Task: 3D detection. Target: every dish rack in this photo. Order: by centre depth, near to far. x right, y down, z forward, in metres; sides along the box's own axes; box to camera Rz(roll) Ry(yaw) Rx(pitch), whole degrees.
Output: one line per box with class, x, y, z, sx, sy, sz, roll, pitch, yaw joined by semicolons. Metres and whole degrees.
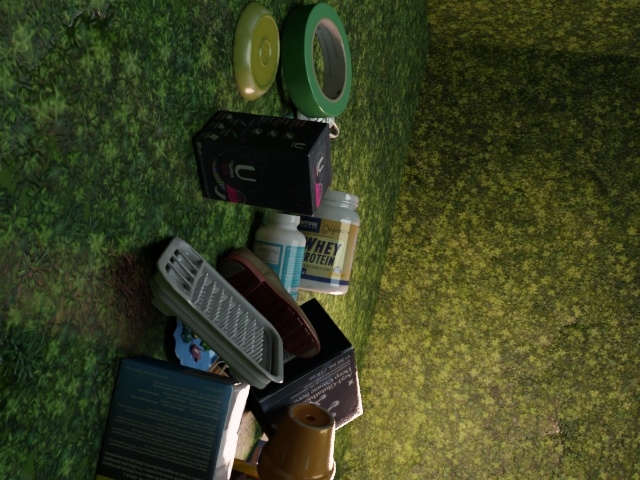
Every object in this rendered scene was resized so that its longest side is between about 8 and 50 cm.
dish rack;-0.212;0.152;1.318;0.072;0.333;0.285;-44;-168;6

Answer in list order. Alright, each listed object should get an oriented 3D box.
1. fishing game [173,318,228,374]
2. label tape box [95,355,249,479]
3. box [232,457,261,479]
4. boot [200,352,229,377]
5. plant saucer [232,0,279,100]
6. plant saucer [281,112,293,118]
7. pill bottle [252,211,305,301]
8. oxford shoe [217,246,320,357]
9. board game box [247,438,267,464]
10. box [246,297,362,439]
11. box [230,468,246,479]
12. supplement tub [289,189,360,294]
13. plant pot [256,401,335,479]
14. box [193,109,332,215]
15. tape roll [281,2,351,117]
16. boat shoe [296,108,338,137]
fishing game;-0.272;0.217;1.511;0.189;0.041;0.263;-50;130;-57
label tape box;-0.299;0.417;1.283;0.106;0.241;0.333;28;74;-75
box;-0.185;0.777;1.792;0.177;0.290;0.279;39;63;-72
boot;-0.286;0.347;1.591;0.152;0.073;0.197;-43;128;-66
plant saucer;-0.151;-0.467;1.621;0.241;0.037;0.240;10;90;-74
plant saucer;-0.117;-0.313;1.864;0.192;0.018;0.067;-47;143;-61
pill bottle;-0.121;0.054;1.834;0.146;0.146;0.263;-2;102;-74
oxford shoe;-0.112;0.152;1.697;0.348;0.123;0.130;52;26;-12
board game box;-0.220;0.770;2.123;0.201;0.035;0.136;-60;154;-50
box;-0.065;0.411;1.892;0.294;0.212;0.395;-28;142;-15
box;-0.300;0.631;1.533;0.203;0.167;0.168;13;87;-74
supplement tub;0.000;0.000;2.069;0.228;0.229;0.316;13;87;-74
plant pot;-0.048;0.540;1.723;0.205;0.205;0.187;-31;138;-69
box;-0.124;-0.177;1.464;0.143;0.271;0.165;-63;156;-46
tape roll;-0.005;-0.518;1.893;0.321;0.077;0.321;-2;92;-63
boat shoe;-0.001;-0.392;2.066;0.277;0.096;0.098;25;77;-73
